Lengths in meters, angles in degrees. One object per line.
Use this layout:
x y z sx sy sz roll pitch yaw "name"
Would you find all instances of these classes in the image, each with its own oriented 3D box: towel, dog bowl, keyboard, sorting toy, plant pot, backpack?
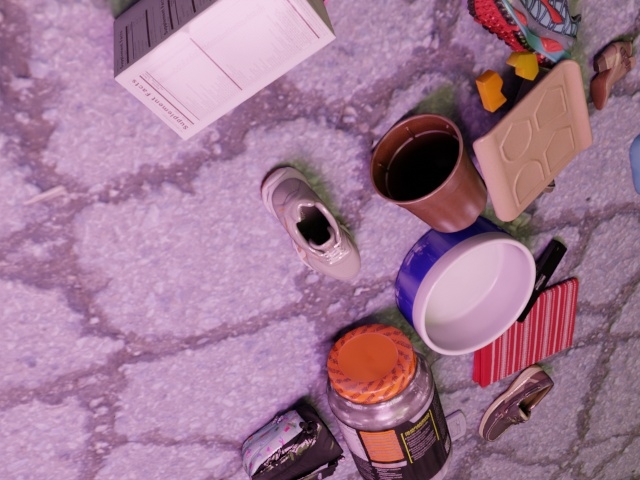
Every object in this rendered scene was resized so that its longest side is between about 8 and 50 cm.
0.459 0.205 1.747 0.274 0.031 0.199 -20 126 -20 "towel"
0.281 0.087 1.518 0.265 0.104 0.265 -15 126 -22 "dog bowl"
0.448 0.079 1.655 0.100 0.038 0.192 30 91 -51 "keyboard"
0.347 -0.199 1.307 0.229 0.041 0.307 -41 135 -10 "sorting toy"
0.195 -0.102 1.318 0.167 0.167 0.165 -48 138 6 "plant pot"
-0.063 0.416 1.530 0.182 0.115 0.152 -35 119 -4 "backpack"

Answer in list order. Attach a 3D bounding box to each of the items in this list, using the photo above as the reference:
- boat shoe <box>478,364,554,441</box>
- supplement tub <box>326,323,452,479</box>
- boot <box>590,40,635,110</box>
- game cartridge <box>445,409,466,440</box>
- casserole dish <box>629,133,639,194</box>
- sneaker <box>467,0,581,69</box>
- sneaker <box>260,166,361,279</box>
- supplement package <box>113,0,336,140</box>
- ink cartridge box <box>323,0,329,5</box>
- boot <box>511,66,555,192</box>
0.463 0.396 1.844 0.080 0.073 0.223 28 103 -39 "boat shoe"
0.134 0.334 1.528 0.207 0.207 0.338 -28 130 -11 "supplement tub"
0.548 -0.311 1.455 0.087 0.042 0.118 -27 130 -15 "boot"
0.314 0.433 1.822 0.056 0.017 0.083 -23 129 -11 "game cartridge"
0.713 -0.168 1.646 0.114 0.037 0.188 -34 130 -7 "casserole dish"
0.336 -0.378 1.266 0.262 0.104 0.125 20 99 -46 "sneaker"
0.000 0.000 1.289 0.099 0.121 0.262 -41 131 1 "sneaker"
-0.127 -0.267 0.984 0.244 0.134 0.139 -30 136 18 "supplement package"
-0.100 -0.445 0.984 0.371 0.069 0.176 29 103 -37 "ink cartridge box"
0.403 -0.201 1.433 0.189 0.076 0.208 12 107 -37 "boot"
